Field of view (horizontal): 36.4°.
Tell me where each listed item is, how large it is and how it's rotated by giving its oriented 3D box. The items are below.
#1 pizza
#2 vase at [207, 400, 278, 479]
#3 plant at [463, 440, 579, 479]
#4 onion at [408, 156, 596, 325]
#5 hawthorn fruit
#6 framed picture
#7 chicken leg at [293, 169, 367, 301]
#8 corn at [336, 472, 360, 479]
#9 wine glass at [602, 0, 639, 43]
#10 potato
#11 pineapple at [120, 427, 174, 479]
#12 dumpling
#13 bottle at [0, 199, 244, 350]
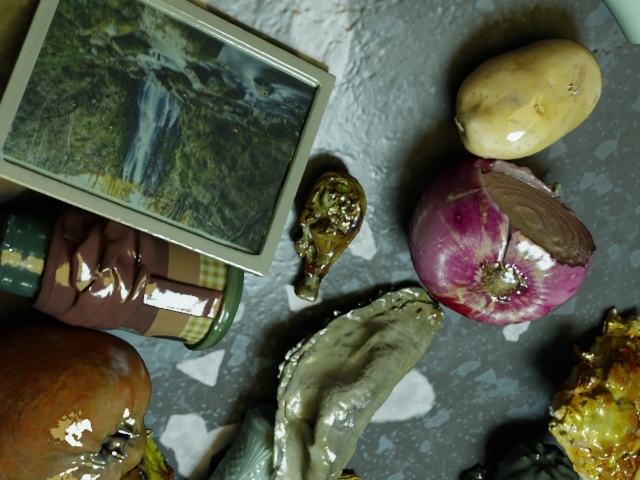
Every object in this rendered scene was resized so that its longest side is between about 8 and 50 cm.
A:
[{"bbox_3d":[0.395,0.238,1.331,0.229,0.081,0.289,8,89,-40],"label":"pizza"},{"bbox_3d":[-0.107,0.316,1.270,0.096,0.096,0.219,22,107,-28],"label":"vase"},{"bbox_3d":[0.298,0.396,1.428,0.164,0.142,0.256,-5,131,-16],"label":"plant"},{"bbox_3d":[0.202,0.011,1.155,0.207,0.200,0.200,16,113,-40],"label":"onion"},{"bbox_3d":[-0.308,0.174,1.055,0.199,0.251,0.199,-50,151,-41],"label":"hawthorn fruit"},{"bbox_3d":[-0.152,-0.123,0.982,0.324,0.020,0.240,24,83,-29],"label":"framed picture"},{"bbox_3d":[0.000,0.000,1.142,0.093,0.070,0.178,-17,140,-39],"label":"chicken leg"},{"bbox_3d":[0.013,0.341,1.356,0.092,0.037,0.037,12,114,-23],"label":"corn"},{"bbox_3d":[0.319,-0.319,1.046,0.103,0.103,0.231,-43,127,8],"label":"wine glass"},{"bbox_3d":[0.237,-0.162,1.103,0.178,0.109,0.118,-26,88,-9],"label":"potato"},{"bbox_3d":[-0.230,0.367,1.156,0.158,0.161,0.334,-14,109,7],"label":"pineapple"},{"bbox_3d":[0.034,0.187,1.197,0.166,0.086,0.332,37,81,-35],"label":"dumpling"},{"bbox_3d":[-0.227,0.028,1.036,0.271,0.143,0.156,15,152,-29],"label":"bottle"}]
